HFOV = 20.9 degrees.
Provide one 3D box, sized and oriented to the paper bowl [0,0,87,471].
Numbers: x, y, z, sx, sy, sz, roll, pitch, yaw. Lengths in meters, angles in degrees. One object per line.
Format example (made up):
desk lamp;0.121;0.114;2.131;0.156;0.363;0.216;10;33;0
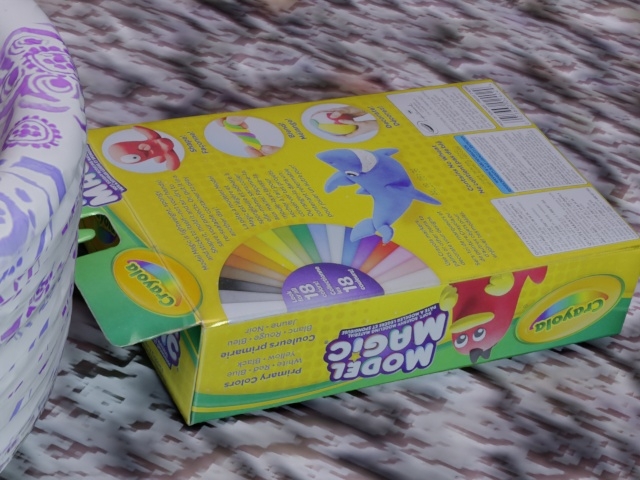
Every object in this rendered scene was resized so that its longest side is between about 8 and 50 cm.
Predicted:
paper bowl;-0.218;0.008;0.531;0.284;0.148;0.284;7;36;-5

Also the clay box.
clay box;0.000;0.000;0.681;0.222;0.053;0.127;-10;40;-25
